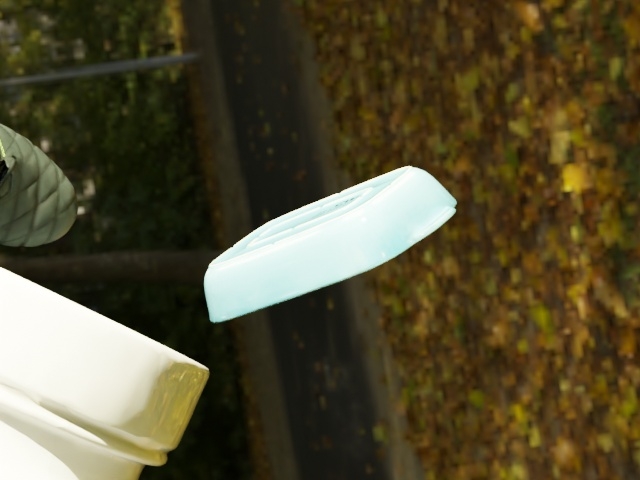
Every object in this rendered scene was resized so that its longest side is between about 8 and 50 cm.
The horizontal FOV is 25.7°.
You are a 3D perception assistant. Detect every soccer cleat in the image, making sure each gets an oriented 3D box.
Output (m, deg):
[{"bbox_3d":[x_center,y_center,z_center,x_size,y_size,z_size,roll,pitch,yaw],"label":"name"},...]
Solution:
[{"bbox_3d":[-0.191,-0.044,0.671,0.060,0.179,0.072,-59,28,-3],"label":"soccer cleat"}]

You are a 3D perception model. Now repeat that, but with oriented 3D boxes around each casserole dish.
[{"bbox_3d":[0.000,0.000,0.888,0.114,0.188,0.037,-39,-75,-50],"label":"casserole dish"}]

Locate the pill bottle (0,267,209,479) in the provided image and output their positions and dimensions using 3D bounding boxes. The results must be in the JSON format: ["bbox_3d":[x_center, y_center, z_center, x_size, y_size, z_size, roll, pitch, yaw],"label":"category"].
[{"bbox_3d":[-0.217,0.207,0.654,0.408,0.229,0.229,-64,6,-6],"label":"pill bottle"}]
